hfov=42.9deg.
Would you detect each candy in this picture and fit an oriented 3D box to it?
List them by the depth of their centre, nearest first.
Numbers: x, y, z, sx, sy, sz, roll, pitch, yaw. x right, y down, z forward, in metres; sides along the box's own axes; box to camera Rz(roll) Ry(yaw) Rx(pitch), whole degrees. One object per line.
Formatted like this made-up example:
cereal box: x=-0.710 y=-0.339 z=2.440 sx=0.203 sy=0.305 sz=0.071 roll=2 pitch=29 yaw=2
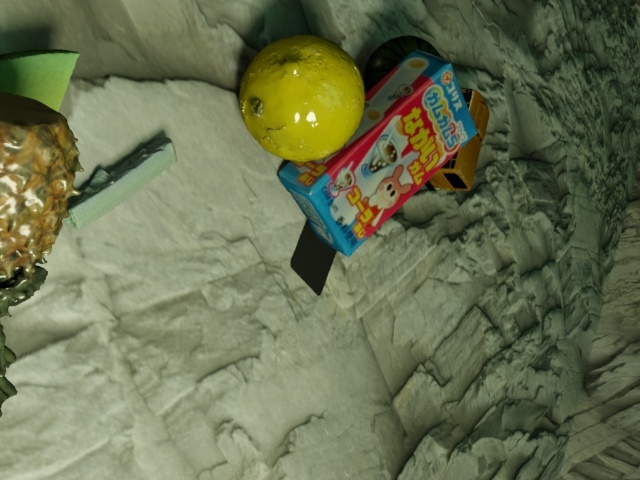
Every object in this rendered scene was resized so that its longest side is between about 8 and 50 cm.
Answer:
candy: x=0.095 y=-0.138 z=1.272 sx=0.306 sy=0.100 sz=0.157 roll=-43 pitch=132 yaw=-12

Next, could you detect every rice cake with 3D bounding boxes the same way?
rice cake: x=-0.231 y=-0.072 z=0.947 sx=0.180 sy=0.030 sz=0.042 roll=-47 pitch=137 yaw=-44

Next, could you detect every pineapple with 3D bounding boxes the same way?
pineapple: x=-0.303 y=0.021 z=0.745 sx=0.170 sy=0.141 sz=0.310 roll=-46 pitch=153 yaw=-66

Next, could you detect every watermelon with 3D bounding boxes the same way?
watermelon: x=0.145 y=-0.280 z=1.421 sx=0.187 sy=0.140 sz=0.141 roll=-169 pitch=-96 yaw=-85

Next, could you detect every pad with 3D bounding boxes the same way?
pad: x=0.000 y=0.000 z=1.344 sx=0.112 sy=0.003 sz=0.157 roll=50 pitch=54 yaw=-48

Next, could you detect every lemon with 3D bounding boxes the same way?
lemon: x=-0.022 y=-0.196 z=1.131 sx=0.206 sy=0.173 sz=0.174 roll=-24 pitch=115 yaw=-71

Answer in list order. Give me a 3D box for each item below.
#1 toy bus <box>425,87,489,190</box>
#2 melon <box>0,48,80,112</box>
toy bus: x=0.267 y=-0.206 z=1.630 sx=0.098 sy=0.114 sz=0.201 roll=41 pitch=60 yaw=-52
melon: x=-0.342 y=-0.111 z=0.777 sx=0.262 sy=0.053 sz=0.114 roll=-41 pitch=145 yaw=-43
